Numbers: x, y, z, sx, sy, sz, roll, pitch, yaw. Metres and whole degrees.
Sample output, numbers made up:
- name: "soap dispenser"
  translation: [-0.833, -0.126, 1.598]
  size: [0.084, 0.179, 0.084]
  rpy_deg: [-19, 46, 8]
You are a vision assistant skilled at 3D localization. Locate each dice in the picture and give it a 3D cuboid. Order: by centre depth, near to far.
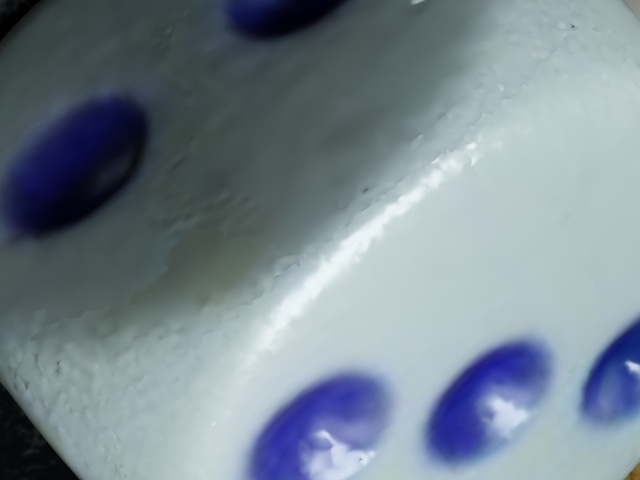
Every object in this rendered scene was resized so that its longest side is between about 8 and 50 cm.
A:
- name: "dice"
  translation: [0.000, 0.000, 0.726]
  size: [0.304, 0.304, 0.277]
  rpy_deg: [-42, 134, -5]

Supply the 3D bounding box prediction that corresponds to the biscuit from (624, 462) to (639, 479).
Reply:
- name: "biscuit"
  translation: [0.306, 0.188, 1.247]
  size: [0.202, 0.047, 0.334]
  rpy_deg: [11, 111, -39]
